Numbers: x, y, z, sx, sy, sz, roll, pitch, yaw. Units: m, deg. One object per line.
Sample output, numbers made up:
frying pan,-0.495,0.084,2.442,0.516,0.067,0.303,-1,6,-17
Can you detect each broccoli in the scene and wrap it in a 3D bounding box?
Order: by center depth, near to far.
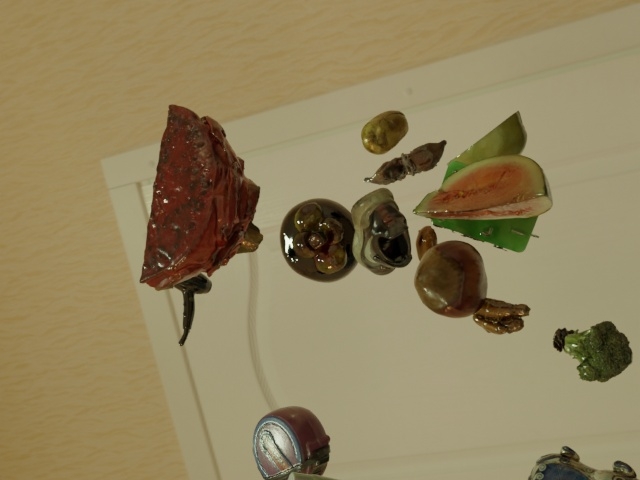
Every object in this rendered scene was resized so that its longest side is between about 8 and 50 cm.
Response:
broccoli,0.645,0.256,1.157,0.162,0.138,0.145,15,-96,-48

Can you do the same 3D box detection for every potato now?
potato,0.185,-0.309,1.419,0.170,0.080,0.107,-34,-60,-35

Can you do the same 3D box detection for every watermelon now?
watermelon,0.357,-0.114,1.037,0.159,0.304,0.128,4,-95,-39

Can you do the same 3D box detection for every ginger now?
ginger,0.499,0.217,1.395,0.073,0.162,0.103,-6,-80,-56

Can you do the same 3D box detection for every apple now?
apple,0.728,-0.417,2.169,0.312,0.360,0.320,33,-148,-39

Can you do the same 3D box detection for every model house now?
model house,0.619,-0.125,1.783,0.313,0.358,0.242,-14,-59,-64

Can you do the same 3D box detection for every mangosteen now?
mangosteen,0.000,0.000,1.527,0.302,0.275,0.274,4,-106,-87

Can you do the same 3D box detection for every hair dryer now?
hair dryer,-0.380,0.175,1.345,0.196,0.075,0.219,24,-126,-48

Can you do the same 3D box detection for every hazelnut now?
hazelnut,0.350,0.108,1.343,0.210,0.186,0.210,-12,-90,-70

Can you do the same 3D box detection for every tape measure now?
tape measure,-0.088,0.611,1.444,0.149,0.245,0.231,6,-148,-48

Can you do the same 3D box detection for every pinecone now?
pinecone,0.736,0.299,1.484,0.077,0.083,0.077,1,-92,-32

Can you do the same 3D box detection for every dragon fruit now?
dragon fruit,-0.161,-0.063,0.850,0.205,0.152,0.316,21,-110,-58

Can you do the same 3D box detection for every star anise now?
star anise,0.197,-0.171,1.177,0.208,0.172,0.063,-28,-87,-44

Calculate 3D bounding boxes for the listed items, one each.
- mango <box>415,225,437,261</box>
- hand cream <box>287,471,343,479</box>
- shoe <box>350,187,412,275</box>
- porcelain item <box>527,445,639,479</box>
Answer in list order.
mango,0.322,0.016,1.517,0.077,0.063,0.127,-26,-61,-61
hand cream,0.036,0.382,0.738,0.047,0.174,0.076,-92,20,-53
shoe,0.122,0.009,0.932,0.112,0.099,0.227,55,167,41
porcelain item,0.586,0.579,1.109,0.288,0.186,0.137,-4,111,60
